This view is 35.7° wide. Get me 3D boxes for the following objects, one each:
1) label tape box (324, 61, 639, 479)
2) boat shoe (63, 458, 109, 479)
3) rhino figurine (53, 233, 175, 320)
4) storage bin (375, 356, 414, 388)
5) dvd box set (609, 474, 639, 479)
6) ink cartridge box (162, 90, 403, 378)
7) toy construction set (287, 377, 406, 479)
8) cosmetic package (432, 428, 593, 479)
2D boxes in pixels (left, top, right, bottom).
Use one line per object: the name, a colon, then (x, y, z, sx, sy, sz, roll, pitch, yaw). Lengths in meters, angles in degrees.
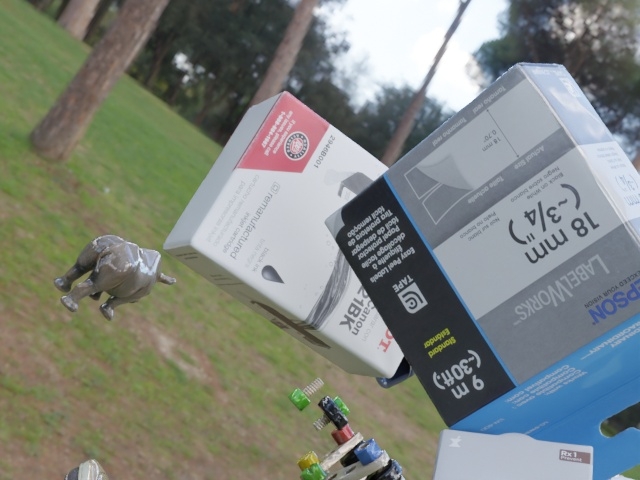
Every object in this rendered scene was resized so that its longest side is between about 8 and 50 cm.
label tape box: (0.190, 0.050, 0.860, 0.106, 0.240, 0.334, -12, 67, -56)
boat shoe: (-0.234, 0.333, 0.905, 0.103, 0.092, 0.285, 73, 5, -48)
rhino figurine: (-0.259, 0.049, 1.311, 0.073, 0.106, 0.243, 46, 3, 14)
storage bin: (0.115, 0.132, 1.412, 0.091, 0.098, 0.135, -10, 73, -35)
dvd box set: (0.252, 0.425, 1.159, 0.307, 0.062, 0.420, 13, 36, 12)
ink cartridge box: (0.000, 0.000, 1.092, 0.273, 0.197, 0.114, 35, -16, -19)
toy construction set: (0.024, 0.439, 1.600, 0.309, 0.237, 0.257, 57, -11, -28)
cosmetic package: (0.156, 0.277, 0.824, 0.127, 0.107, 0.238, 2, -53, 15)
